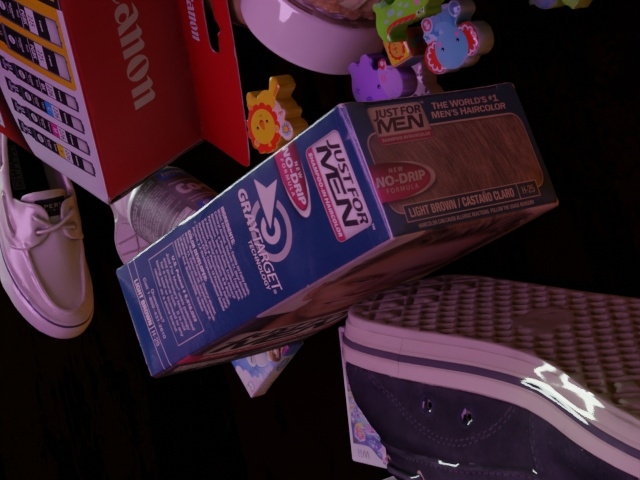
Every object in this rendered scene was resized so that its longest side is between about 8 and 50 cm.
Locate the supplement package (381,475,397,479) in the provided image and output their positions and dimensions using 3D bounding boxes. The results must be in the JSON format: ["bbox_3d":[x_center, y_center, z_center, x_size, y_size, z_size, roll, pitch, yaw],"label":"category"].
[{"bbox_3d":[0.039,0.342,1.199,0.139,0.133,0.244,37,126,39],"label":"supplement package"}]

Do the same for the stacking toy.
[{"bbox_3d":[0.070,-0.126,1.012,0.221,0.167,0.052,-28,79,49],"label":"stacking toy"}]

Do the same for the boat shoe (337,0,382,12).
[{"bbox_3d":[0.128,-0.245,0.915,0.302,0.098,0.109,-45,28,26],"label":"boat shoe"}]

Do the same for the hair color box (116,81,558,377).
[{"bbox_3d":[0.000,0.000,1.125,0.347,0.173,0.105,-33,74,50],"label":"hair color box"}]

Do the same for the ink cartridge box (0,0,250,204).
[{"bbox_3d":[-0.209,-0.203,1.270,0.271,0.130,0.309,31,145,35],"label":"ink cartridge box"}]

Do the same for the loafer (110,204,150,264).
[{"bbox_3d":[-0.191,-0.024,1.466,0.045,0.039,0.125,-19,87,18],"label":"loafer"}]

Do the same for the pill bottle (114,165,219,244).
[{"bbox_3d":[-0.134,-0.024,1.358,0.137,0.078,0.078,33,124,41],"label":"pill bottle"}]

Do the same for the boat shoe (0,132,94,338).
[{"bbox_3d":[-0.303,-0.027,1.557,0.088,0.096,0.268,-43,58,52],"label":"boat shoe"}]

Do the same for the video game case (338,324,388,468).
[{"bbox_3d":[0.053,0.136,1.226,0.087,0.011,0.122,3,102,50],"label":"video game case"}]

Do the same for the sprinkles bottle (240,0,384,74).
[{"bbox_3d":[0.053,-0.289,1.024,0.121,0.121,0.355,52,135,28],"label":"sprinkles bottle"}]

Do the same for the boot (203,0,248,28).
[{"bbox_3d":[-0.126,-0.319,1.270,0.269,0.089,0.236,21,128,47],"label":"boot"}]

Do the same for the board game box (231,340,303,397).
[{"bbox_3d":[-0.062,0.087,1.345,0.090,0.020,0.090,58,139,22],"label":"board game box"}]

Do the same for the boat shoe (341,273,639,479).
[{"bbox_3d":[0.195,0.134,0.928,0.500,0.186,0.156,10,113,54],"label":"boat shoe"}]
